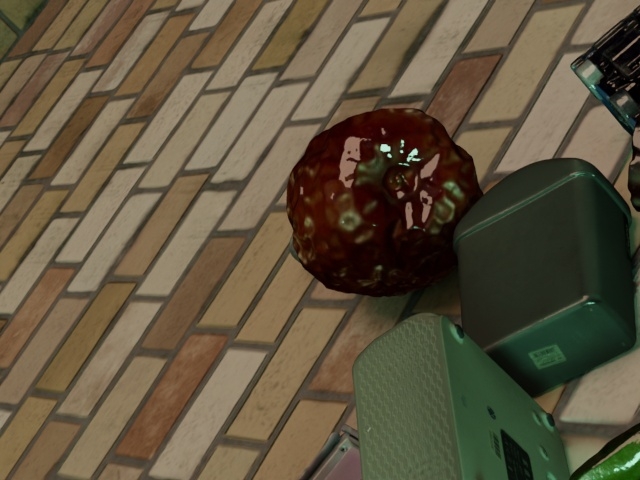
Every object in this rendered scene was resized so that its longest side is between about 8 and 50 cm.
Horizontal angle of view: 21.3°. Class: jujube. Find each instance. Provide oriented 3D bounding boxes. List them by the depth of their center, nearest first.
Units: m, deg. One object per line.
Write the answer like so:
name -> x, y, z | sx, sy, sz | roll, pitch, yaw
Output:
jujube -> 0.070, -0.035, 1.863 | 0.213, 0.213, 0.232 | -51, 0, -11

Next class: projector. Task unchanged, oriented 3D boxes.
projector -> 0.134, 0.207, 1.464 | 0.108, 0.198, 0.250 | -34, 31, 20

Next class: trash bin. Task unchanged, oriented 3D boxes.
trash bin -> 0.222, 0.030, 1.692 | 0.177, 0.101, 0.236 | -28, 34, 25

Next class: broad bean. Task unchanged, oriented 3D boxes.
broad bean -> 0.298, 0.159, 1.472 | 0.195, 0.046, 0.061 | -45, 16, -9

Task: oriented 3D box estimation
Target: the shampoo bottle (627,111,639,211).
shampoo bottle -> 0.431, -0.070, 1.443 | 0.323, 0.084, 0.129 | 6, 64, 28

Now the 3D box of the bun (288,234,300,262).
bun -> 0.000, 0.000, 2.079 | 0.083, 0.045, 0.083 | -29, 33, 22

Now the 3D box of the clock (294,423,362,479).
clock -> 0.043, 0.272, 1.631 | 0.144, 0.073, 0.193 | -50, 29, -10

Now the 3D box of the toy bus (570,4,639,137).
toy bus -> 0.354, -0.141, 1.703 | 0.116, 0.133, 0.234 | -39, 23, 7
